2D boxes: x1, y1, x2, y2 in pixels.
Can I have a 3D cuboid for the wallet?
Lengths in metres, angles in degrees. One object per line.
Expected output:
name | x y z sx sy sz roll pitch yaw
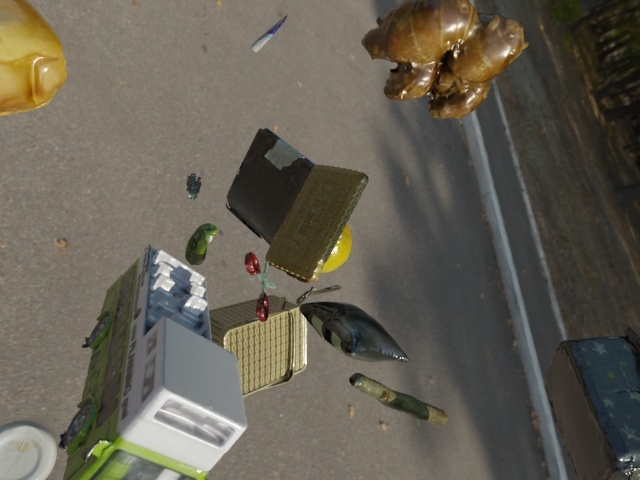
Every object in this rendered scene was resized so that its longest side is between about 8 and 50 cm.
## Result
wallet | -0.135 -0.133 1.303 0.221 0.262 0.071 42 28 30

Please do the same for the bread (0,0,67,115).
bread | -0.436 -0.197 0.512 0.167 0.132 0.294 45 43 15

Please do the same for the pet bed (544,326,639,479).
pet bed | 0.451 0.259 0.730 0.211 0.159 0.183 -93 175 -45

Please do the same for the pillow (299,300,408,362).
pillow | 0.079 0.223 1.219 0.186 0.250 0.106 15 100 -37

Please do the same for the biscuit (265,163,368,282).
biscuit | -0.016 -0.043 1.041 0.029 0.172 0.254 34 80 -42

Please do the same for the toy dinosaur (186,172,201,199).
toy dinosaur | -0.416 -0.179 1.621 0.049 0.154 0.055 8 64 -9

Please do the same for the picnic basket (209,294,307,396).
picnic basket | -0.188 0.304 1.461 0.313 0.175 0.228 -10 106 -42

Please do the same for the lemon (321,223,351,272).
lemon | 0.000 0.000 1.419 0.187 0.244 0.187 0 90 -16

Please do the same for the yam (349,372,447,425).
yam | 0.102 0.203 0.630 0.234 0.027 0.029 37 39 -43

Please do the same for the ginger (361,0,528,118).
ginger | 0.280 -0.446 1.179 0.357 0.274 0.152 20 42 -7

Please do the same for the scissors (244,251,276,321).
scissors | -0.124 0.087 1.099 0.248 0.017 0.144 -58 135 -84

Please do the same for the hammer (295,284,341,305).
hammer | 0.006 0.198 1.911 0.027 0.125 0.297 56 26 14

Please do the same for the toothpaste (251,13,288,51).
toothpaste | -0.085 -0.352 0.840 0.015 0.083 0.024 40 37 -29

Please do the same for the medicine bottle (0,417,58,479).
medicine bottle | -0.591 0.421 0.980 0.131 0.250 0.131 8 71 -24

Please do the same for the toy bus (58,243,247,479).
toy bus | -0.170 0.118 0.514 0.113 0.139 0.302 39 11 -30

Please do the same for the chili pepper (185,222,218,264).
chili pepper | -0.382 0.032 1.544 0.073 0.204 0.072 10 43 -28
